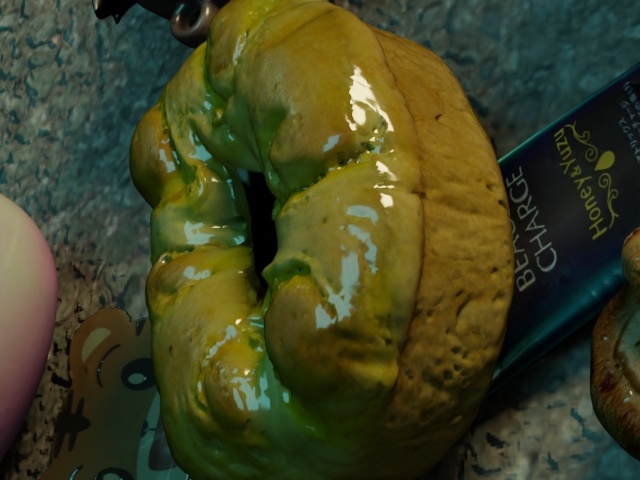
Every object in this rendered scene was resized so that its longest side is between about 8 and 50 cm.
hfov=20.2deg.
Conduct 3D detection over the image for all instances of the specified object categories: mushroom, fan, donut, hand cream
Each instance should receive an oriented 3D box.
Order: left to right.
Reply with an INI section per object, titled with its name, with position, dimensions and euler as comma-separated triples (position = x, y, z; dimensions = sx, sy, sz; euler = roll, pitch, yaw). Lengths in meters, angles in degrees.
[fan]
position = -0.084, 0.111, 1.035
dimensions = 0.226, 0.008, 0.153
euler = -2, 69, 41
[donut]
position = 0.000, 0.000, 0.907
dimensions = 0.208, 0.128, 0.261
euler = -41, 49, 43
[hand cream]
position = 0.137, -0.019, 0.882
dimensions = 0.270, 0.061, 0.120
euler = -39, 52, 32
[mushroom]
position = 0.175, 0.048, 0.788
dimensions = 0.127, 0.087, 0.127
euler = -22, 55, 36

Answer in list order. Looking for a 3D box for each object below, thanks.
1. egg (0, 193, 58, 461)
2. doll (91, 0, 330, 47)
[egg]
position = -0.272, 0.084, 1.081
dimensions = 0.271, 0.196, 0.196
euler = -43, 49, 18
[doll]
position = -0.046, -0.227, 1.082
dimensions = 0.182, 0.117, 0.257
euler = -8, 65, 40
